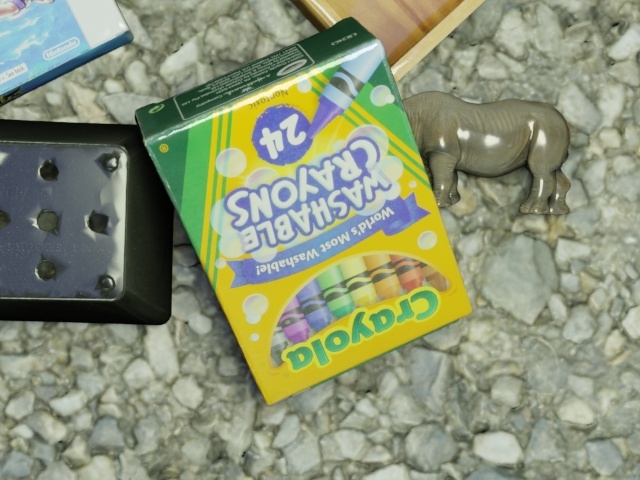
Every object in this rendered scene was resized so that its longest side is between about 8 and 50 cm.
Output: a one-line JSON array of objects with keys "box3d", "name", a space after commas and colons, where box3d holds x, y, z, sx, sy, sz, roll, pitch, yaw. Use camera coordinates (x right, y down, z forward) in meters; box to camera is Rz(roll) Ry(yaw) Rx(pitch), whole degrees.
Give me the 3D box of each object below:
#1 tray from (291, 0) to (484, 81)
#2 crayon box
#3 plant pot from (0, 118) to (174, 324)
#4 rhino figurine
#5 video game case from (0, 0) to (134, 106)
[{"box3d": [-0.008, -0.353, 1.085, 0.203, 0.076, 0.411, -43, 94, -3], "name": "tray"}, {"box3d": [0.000, 0.000, 1.020, 0.203, 0.083, 0.323, -24, 118, -4], "name": "crayon box"}, {"box3d": [-0.225, -0.017, 1.024, 0.188, 0.167, 0.187, 2, 90, -4], "name": "plant pot"}, {"box3d": [0.119, -0.084, 1.099, 0.243, 0.073, 0.106, 5, 94, -3], "name": "rhino figurine"}, {"box3d": [-0.344, -0.234, 1.065, 0.269, 0.061, 0.244, -27, 92, -4], "name": "video game case"}]
